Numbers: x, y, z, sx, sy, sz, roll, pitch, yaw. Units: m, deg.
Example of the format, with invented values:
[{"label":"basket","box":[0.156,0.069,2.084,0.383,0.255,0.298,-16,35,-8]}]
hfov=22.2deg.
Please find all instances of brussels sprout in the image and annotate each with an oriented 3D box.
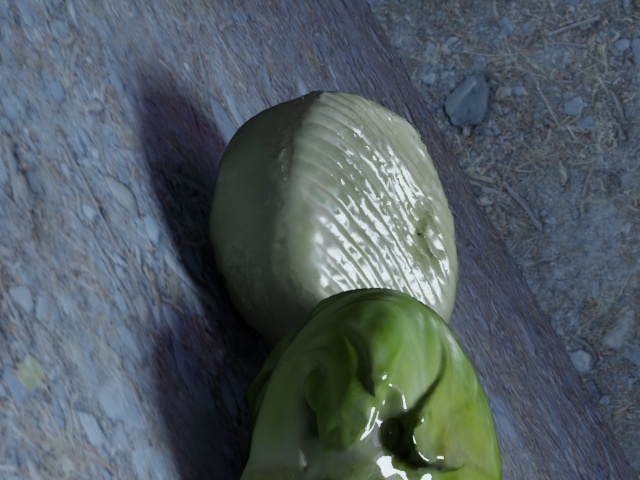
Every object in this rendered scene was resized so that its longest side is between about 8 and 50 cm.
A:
[{"label":"brussels sprout","box":[0.049,0.206,1.593,0.328,0.247,0.328,35,45,-45]}]

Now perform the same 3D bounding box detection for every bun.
[{"label":"bun","box":[0.000,0.000,1.842,0.326,0.235,0.362,39,44,-43]}]
